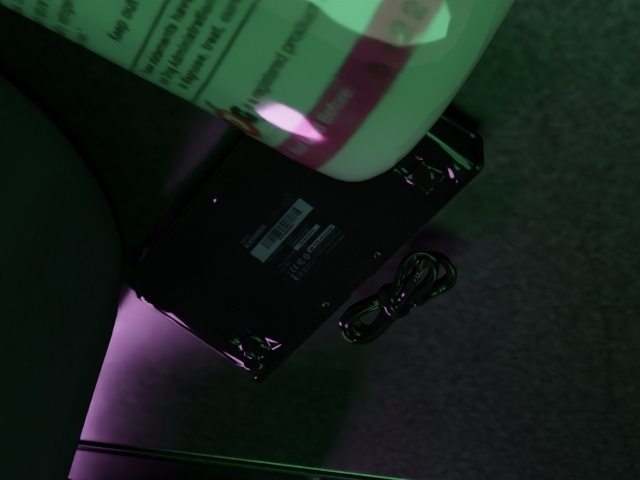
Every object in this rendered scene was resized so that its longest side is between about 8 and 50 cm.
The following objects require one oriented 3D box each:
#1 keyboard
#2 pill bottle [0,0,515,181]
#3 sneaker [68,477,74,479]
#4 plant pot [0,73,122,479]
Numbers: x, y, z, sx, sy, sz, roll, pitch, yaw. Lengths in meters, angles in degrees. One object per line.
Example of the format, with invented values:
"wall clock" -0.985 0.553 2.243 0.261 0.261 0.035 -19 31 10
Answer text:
"keyboard" 0.000 0.000 0.644 0.108 0.023 0.180 35 135 -9
"pill bottle" -0.075 -0.146 0.420 0.283 0.160 0.160 27 135 -10
"sneaker" -0.139 0.235 0.871 0.112 0.121 0.299 44 139 15
"plant pot" -0.246 0.097 0.591 0.341 0.334 0.341 8 135 8
